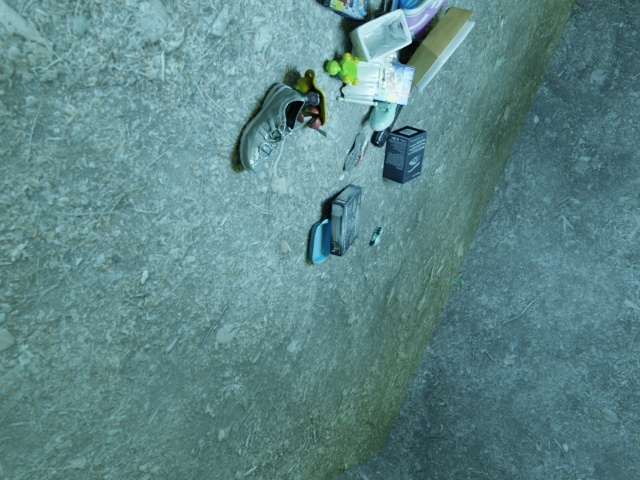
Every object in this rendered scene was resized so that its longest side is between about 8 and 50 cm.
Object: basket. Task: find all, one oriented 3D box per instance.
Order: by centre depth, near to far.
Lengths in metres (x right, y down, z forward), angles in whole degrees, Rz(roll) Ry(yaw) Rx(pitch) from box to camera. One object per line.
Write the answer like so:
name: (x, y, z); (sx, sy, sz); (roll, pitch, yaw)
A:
basket: (0.190, -0.658, 1.581); (0.167, 0.103, 0.113); (-26, 111, -6)

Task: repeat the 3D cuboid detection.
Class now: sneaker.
sneaker: (-0.138, -0.319, 1.407); (0.105, 0.115, 0.281); (24, 91, -57)
sneaker: (0.237, -0.539, 1.802); (0.256, 0.094, 0.151); (-64, 154, -19)
sneaker: (0.390, -0.849, 1.825); (0.282, 0.102, 0.161); (-39, 145, -21)
sneaker: (0.148, -0.325, 1.856); (0.158, 0.061, 0.065); (-64, 153, 0)
sneaker: (0.267, -0.018, 2.246); (0.069, 0.038, 0.098); (13, 110, -58)

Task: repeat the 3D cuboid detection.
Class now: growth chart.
growth chart: (0.164, -0.577, 1.665); (0.171, 0.021, 0.237); (8, 106, -19)

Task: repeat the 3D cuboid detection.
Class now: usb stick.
usb stick: (0.283, -0.503, 1.939); (0.278, 0.045, 0.077); (-64, 154, -1)

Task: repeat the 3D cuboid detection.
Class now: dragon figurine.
dragon figurine: (0.287, -0.850, 1.675); (0.289, 0.085, 0.144); (-41, 143, -24)

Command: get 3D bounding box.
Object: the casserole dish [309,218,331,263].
casserole dish: (0.000, 0.000, 1.882); (0.114, 0.037, 0.188); (-23, 129, -46)

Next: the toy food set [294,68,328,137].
toy food set: (-0.039, -0.408, 1.494); (0.071, 0.128, 0.218); (-25, 138, -17)

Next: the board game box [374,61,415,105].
board game box: (0.224, -0.562, 1.720); (0.201, 0.035, 0.136); (6, 106, -18)

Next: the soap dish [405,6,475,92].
soap dish: (0.438, -0.727, 1.855); (0.291, 0.118, 0.229); (-53, -177, -23)

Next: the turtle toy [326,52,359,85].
turtle toy: (0.074, -0.556, 1.591); (0.130, 0.066, 0.095); (-5, 97, -50)

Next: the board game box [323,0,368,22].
board game box: (0.087, -0.783, 1.467); (0.194, 0.060, 0.194); (-9, 117, -52)

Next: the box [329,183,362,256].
box: (0.099, -0.080, 1.909); (0.183, 0.056, 0.231); (-49, 148, -51)

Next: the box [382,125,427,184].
box: (0.358, -0.363, 2.076); (0.153, 0.108, 0.207); (-28, 133, -43)
